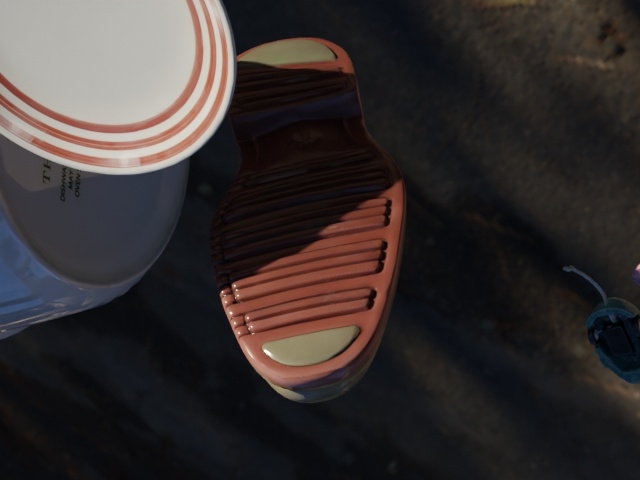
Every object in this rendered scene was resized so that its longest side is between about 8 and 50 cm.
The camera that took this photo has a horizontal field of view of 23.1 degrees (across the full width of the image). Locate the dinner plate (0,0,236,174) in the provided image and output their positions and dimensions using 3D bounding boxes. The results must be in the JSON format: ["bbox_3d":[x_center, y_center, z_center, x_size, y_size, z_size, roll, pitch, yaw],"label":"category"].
[{"bbox_3d":[-0.097,-0.086,0.612,0.141,0.017,0.141,12,132,13],"label":"dinner plate"}]

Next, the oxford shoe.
[{"bbox_3d":[0.000,0.000,1.028,0.123,0.348,0.130,-8,126,5],"label":"oxford shoe"}]

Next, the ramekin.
[{"bbox_3d":[-0.191,-0.070,0.985,0.127,0.273,0.273,-4,133,29],"label":"ramekin"}]

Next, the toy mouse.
[{"bbox_3d":[0.228,0.045,1.044,0.143,0.031,0.161,27,129,5],"label":"toy mouse"}]
